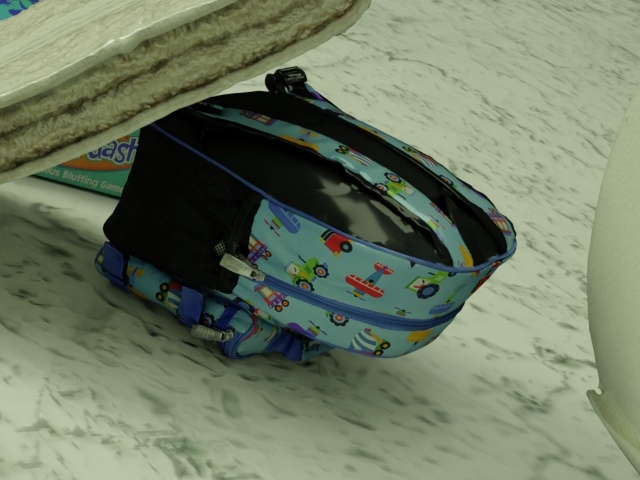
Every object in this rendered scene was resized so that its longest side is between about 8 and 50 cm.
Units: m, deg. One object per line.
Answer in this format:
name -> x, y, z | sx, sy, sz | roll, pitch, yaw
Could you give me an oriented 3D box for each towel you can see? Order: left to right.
towel -> -0.111, -0.088, 0.859 | 0.282, 0.049, 0.187 | -24, 21, 6

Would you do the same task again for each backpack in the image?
backpack -> 0.000, 0.000, 0.896 | 0.173, 0.116, 0.158 | 28, 19, 19

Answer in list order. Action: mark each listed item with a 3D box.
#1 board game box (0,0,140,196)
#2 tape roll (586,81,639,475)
board game box -> -0.156, -0.093, 1.090 | 0.160, 0.047, 0.210 | 15, 21, -20
tape roll -> 0.308, 0.007, 0.800 | 0.392, 0.392, 0.072 | 15, 19, -19
